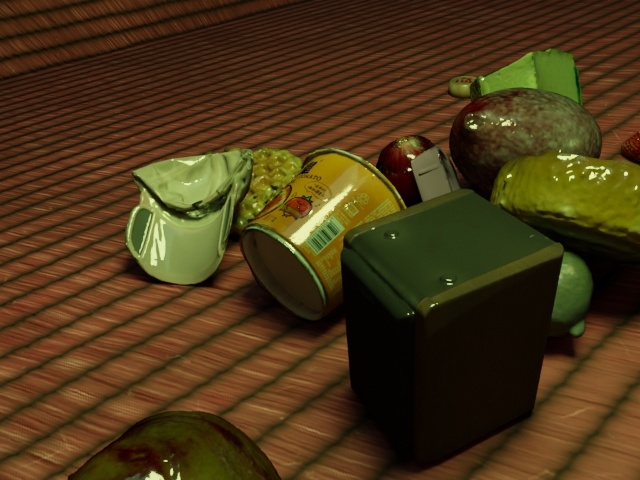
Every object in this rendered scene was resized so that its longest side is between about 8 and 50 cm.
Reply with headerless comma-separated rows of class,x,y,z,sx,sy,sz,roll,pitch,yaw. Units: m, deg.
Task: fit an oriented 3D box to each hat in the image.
hat,-0.197,-0.043,0.952,0.220,0.225,0.164,-3,1,18

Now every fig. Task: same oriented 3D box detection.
fig,-0.067,0.289,0.435,0.321,0.217,0.217,36,46,10

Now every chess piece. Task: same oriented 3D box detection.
chess piece,0.381,-0.407,1.503,0.084,0.038,0.083,-2,33,2

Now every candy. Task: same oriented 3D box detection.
candy,0.366,-0.039,0.787,0.260,0.117,0.260,16,-4,1

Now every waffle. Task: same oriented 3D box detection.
waffle,-0.158,-0.105,1.116,0.282,0.058,0.300,5,37,17

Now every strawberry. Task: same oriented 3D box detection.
strawberry,0.633,-0.188,1.117,0.073,0.073,0.083,-21,24,-22

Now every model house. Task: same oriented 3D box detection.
model house,0.446,-0.298,1.249,0.214,0.195,0.189,-18,8,-42

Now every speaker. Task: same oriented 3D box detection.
speaker,0.135,0.093,0.618,0.193,0.230,0.153,-19,36,-20

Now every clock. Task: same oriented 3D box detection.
clock,0.207,-0.078,0.959,0.050,0.152,0.110,-21,-12,24

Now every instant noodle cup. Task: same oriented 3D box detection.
instant noodle cup,0.000,0.000,0.816,0.216,0.215,0.172,24,52,36

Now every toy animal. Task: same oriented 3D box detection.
toy animal,0.222,0.031,0.733,0.251,0.125,0.127,21,5,-4

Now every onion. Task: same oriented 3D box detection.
onion,0.164,-0.134,1.059,0.131,0.131,0.131,-4,34,3

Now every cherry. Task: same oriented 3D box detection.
cherry,0.344,-0.165,0.985,0.300,0.202,0.230,4,29,-34
